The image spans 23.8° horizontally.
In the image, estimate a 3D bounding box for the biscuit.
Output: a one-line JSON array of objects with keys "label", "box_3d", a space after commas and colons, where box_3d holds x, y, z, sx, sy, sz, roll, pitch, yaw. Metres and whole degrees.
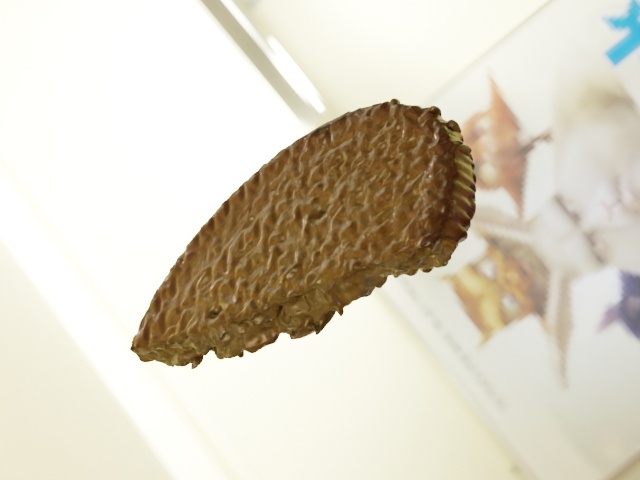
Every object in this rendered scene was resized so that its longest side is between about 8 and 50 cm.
[{"label": "biscuit", "box_3d": [-0.002, -0.007, 0.690, 0.025, 0.206, 0.126, 41, -131, -27]}]
